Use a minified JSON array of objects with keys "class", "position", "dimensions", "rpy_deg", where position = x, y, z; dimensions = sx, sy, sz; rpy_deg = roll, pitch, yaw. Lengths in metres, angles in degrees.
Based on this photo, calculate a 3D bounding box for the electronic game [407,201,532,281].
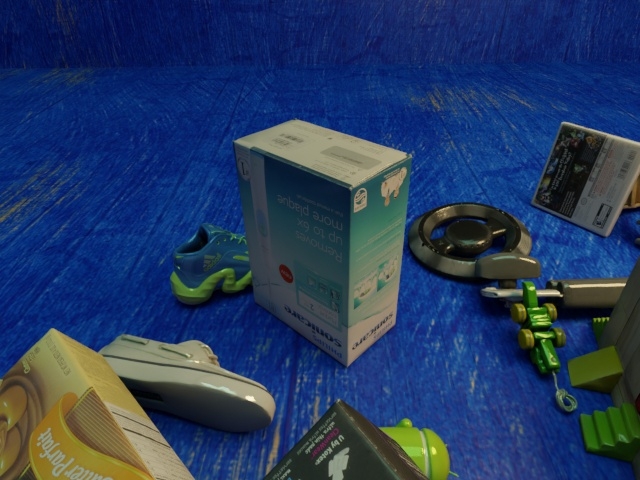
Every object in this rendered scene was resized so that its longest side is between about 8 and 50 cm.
[{"class":"electronic game","position":[0.287,-0.004,0.869],"dimensions":[0.230,0.048,0.229],"rpy_deg":[-6,38,5]}]

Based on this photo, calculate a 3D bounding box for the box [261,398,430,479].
[{"class":"box","position":[0.072,0.276,0.312],"dimensions":[0.143,0.165,0.270],"rpy_deg":[-45,47,-7]}]

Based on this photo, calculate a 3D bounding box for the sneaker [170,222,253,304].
[{"class":"sneaker","position":[-0.145,0.022,0.775],"dimensions":[0.240,0.126,0.091],"rpy_deg":[-23,40,-28]}]

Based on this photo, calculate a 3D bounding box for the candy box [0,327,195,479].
[{"class":"candy box","position":[-0.242,0.240,0.415],"dimensions":[0.317,0.087,0.183],"rpy_deg":[26,69,40]}]

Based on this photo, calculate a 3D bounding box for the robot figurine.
[{"class":"robot figurine","position":[0.088,0.242,0.493],"dimensions":[0.115,0.067,0.101],"rpy_deg":[0,22,1]}]

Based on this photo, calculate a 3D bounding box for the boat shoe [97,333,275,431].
[{"class":"boat shoe","position":[-0.177,0.176,0.585],"dimensions":[0.268,0.096,0.088],"rpy_deg":[2,38,20]}]

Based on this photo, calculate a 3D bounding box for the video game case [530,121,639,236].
[{"class":"video game case","position":[0.546,-0.128,0.920],"dimensions":[0.022,0.190,0.173],"rpy_deg":[-13,35,-34]}]

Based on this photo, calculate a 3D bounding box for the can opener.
[{"class":"can opener","position":[0.396,0.070,0.715],"dimensions":[0.281,0.093,0.074],"rpy_deg":[2,0,3]}]

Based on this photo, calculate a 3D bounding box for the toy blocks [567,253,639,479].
[{"class":"toy blocks","position":[0.418,0.132,0.473],"dimensions":[0.191,0.260,0.381],"rpy_deg":[8,35,14]}]

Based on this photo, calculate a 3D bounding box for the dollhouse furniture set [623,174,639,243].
[{"class":"dollhouse furniture set","position":[0.693,-0.103,0.867],"dimensions":[0.161,0.212,0.242],"rpy_deg":[-5,12,-14]}]

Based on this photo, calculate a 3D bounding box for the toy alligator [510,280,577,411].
[{"class":"toy alligator","position":[0.313,0.151,0.637],"dimensions":[0.056,0.051,0.189],"rpy_deg":[-2,58,-1]}]

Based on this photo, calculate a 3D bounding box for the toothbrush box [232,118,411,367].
[{"class":"toothbrush box","position":[0.000,0.000,0.654],"dimensions":[0.216,0.295,0.126],"rpy_deg":[28,45,35]}]
